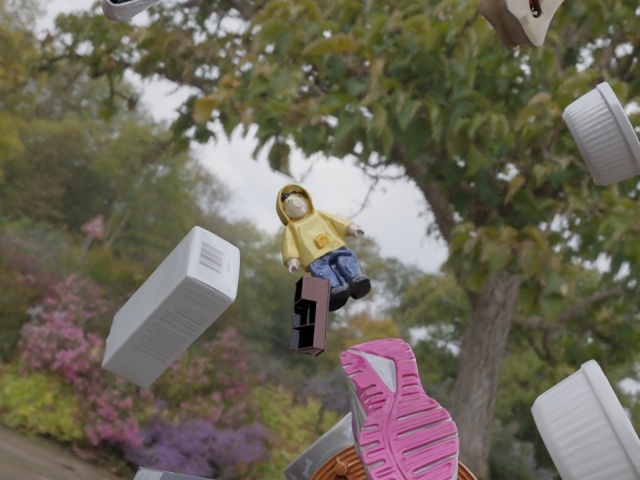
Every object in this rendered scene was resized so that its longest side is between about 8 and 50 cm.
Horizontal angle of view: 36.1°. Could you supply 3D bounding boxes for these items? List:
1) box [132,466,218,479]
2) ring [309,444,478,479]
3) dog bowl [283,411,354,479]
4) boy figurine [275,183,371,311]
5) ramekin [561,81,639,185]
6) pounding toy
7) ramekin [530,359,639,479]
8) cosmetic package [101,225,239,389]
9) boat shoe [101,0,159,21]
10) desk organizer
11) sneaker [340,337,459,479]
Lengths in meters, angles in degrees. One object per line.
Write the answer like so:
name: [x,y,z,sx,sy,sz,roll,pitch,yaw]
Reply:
box: [-0.298,0.626,2.189,0.271,0.143,0.165,5,-47,22]
ring: [0.108,0.471,1.515,0.337,0.336,0.032,18,-13,22]
dog bowl: [0.063,0.457,2.206,0.102,0.349,0.349,50,-10,10]
boy figurine: [0.000,0.000,1.981,0.285,0.177,0.092,61,-12,26]
ramekin: [0.582,-0.211,2.019,0.109,0.207,0.207,-26,-33,15]
pounding toy: [0.358,-0.436,1.618,0.154,0.269,0.155,29,-7,-23]
ramekin: [0.430,0.330,1.515,0.272,0.127,0.273,59,10,-18]
cosmetic package: [-0.218,0.100,1.426,0.085,0.117,0.231,31,-57,-21]
boat shoe: [-0.317,-0.521,1.934,0.095,0.258,0.084,49,-13,-6]
desk organizer: [-0.018,0.129,1.685,0.050,0.130,0.047,12,-25,-17]
sneaker: [0.088,0.216,1.052,0.103,0.252,0.111,-10,-60,-1]
